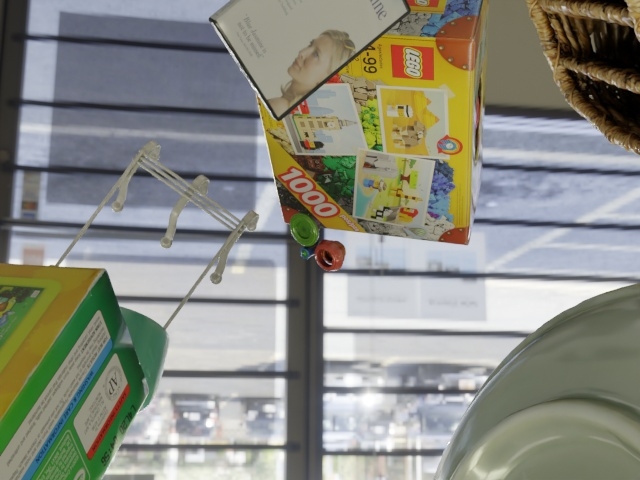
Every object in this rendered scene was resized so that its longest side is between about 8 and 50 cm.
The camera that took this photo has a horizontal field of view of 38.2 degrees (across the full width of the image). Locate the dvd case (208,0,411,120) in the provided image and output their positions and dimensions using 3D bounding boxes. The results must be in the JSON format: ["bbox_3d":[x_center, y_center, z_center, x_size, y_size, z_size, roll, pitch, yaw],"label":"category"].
[{"bbox_3d":[-0.006,-0.302,1.238,0.022,0.253,0.180,40,168,49],"label":"dvd case"}]

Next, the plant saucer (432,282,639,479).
[{"bbox_3d":[0.165,0.207,0.538,0.101,0.400,0.400,18,160,-31],"label":"plant saucer"}]

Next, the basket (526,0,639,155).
[{"bbox_3d":[0.321,-0.200,0.959,0.223,0.213,0.299,5,-162,-11],"label":"basket"}]

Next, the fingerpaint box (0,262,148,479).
[{"bbox_3d":[-0.397,0.208,0.699,0.371,0.444,0.163,2,128,16],"label":"fingerpaint box"}]

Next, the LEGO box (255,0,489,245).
[{"bbox_3d":[0.098,-0.234,1.642,0.373,0.193,0.500,7,143,14],"label":"LEGO box"}]

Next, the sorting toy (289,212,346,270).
[{"bbox_3d":[0.000,0.000,1.341,0.042,0.102,0.061,-32,170,-43],"label":"sorting toy"}]

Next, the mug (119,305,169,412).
[{"bbox_3d":[-0.252,0.139,1.013,0.158,0.097,0.129,-2,148,17],"label":"mug"}]

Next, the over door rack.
[{"bbox_3d":[-0.290,0.023,1.536,0.240,0.324,0.108,35,163,10],"label":"over door rack"}]
